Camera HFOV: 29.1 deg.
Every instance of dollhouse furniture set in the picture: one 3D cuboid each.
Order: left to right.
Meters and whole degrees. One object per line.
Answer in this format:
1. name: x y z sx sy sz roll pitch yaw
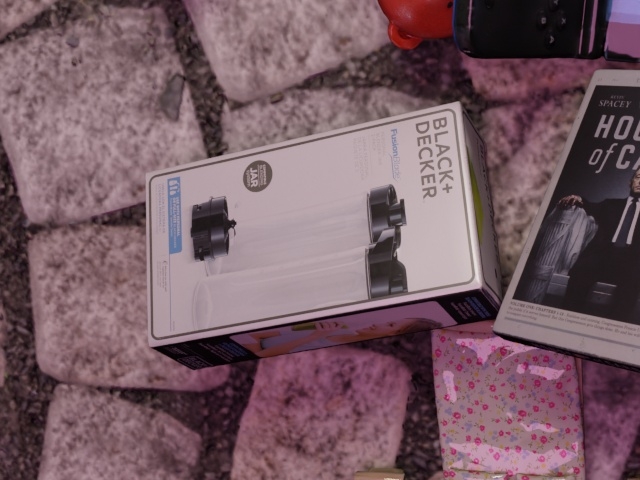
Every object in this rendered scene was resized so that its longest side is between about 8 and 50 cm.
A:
1. dollhouse furniture set: 0.176 0.113 1.007 0.356 0.174 0.303 -2 99 16

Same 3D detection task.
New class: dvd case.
1. dvd case: 0.245 -0.020 0.937 0.179 0.030 0.238 11 74 49

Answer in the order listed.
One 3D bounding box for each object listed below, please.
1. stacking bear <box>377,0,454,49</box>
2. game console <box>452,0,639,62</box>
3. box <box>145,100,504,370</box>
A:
1. stacking bear: 0.073 -0.300 0.968 0.175 0.164 0.289 -22 108 -20
2. game console: 0.245 -0.276 0.919 0.173 0.250 0.293 13 105 41
3. box: 0.000 0.000 1.045 0.290 0.087 0.169 -10 67 18
